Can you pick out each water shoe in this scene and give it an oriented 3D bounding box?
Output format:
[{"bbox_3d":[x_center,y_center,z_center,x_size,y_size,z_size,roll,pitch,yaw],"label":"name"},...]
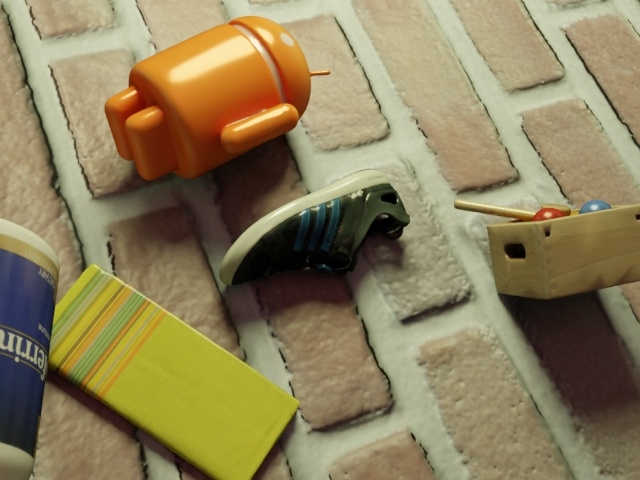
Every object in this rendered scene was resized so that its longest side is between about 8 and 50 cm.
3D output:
[{"bbox_3d":[0.000,0.000,0.861,0.203,0.073,0.080,-30,73,-22],"label":"water shoe"}]

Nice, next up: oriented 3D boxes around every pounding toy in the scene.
[{"bbox_3d":[0.222,-0.003,0.873,0.130,0.141,0.100,-10,92,-14],"label":"pounding toy"}]

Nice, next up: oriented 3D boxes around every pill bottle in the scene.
[{"bbox_3d":[-0.297,0.123,0.702,0.153,0.153,0.265,3,63,-8],"label":"pill bottle"}]

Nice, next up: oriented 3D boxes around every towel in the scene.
[{"bbox_3d":[-0.142,0.123,0.804,0.237,0.021,0.102,33,68,7],"label":"towel"}]

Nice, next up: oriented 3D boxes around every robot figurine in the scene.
[{"bbox_3d":[-0.103,-0.146,0.890,0.219,0.158,0.128,-30,100,-22],"label":"robot figurine"}]
